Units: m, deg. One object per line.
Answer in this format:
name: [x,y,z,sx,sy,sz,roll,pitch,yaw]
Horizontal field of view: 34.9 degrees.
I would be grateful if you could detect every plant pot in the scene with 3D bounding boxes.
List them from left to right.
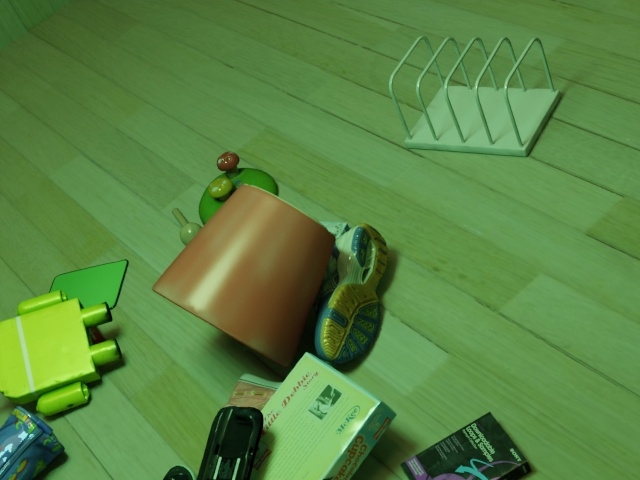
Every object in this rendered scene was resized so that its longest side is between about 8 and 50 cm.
plant pot: [-0.114,0.052,1.769,0.275,0.275,0.243,22,79,43]

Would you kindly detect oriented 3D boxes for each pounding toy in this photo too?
pounding toy: [-0.219,-0.105,2.190,0.237,0.110,0.183,-28,38,-3]

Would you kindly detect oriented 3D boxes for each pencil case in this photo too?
pencil case: [-0.579,0.434,1.767,0.306,0.119,0.133,-52,16,-29]

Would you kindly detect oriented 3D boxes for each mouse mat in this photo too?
mouse mat: [-0.510,0.110,2.192,0.190,0.007,0.152,-12,41,16]

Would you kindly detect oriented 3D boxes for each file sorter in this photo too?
file sorter: [0.310,-0.304,2.070,0.278,0.173,0.192,9,50,35]

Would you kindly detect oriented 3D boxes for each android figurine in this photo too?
android figurine: [-0.528,0.216,1.965,0.273,0.056,0.248,-20,63,-5]

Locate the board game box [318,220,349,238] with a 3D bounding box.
board game box: [0.000,0.000,2.019,0.090,0.020,0.090,4,47,32]

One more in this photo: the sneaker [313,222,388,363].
sneaker: [0.034,0.108,1.834,0.131,0.112,0.296,-23,34,39]

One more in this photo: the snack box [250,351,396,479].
snack box: [-0.049,0.345,1.567,0.187,0.060,0.322,28,77,46]

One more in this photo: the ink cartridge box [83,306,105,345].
ink cartridge box: [-0.518,0.198,2.055,0.135,0.056,0.099,-35,40,-12]

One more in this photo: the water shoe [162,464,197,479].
water shoe: [-0.254,0.433,1.619,0.073,0.080,0.203,-7,42,22]

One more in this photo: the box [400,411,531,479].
box: [0.214,0.336,1.510,0.162,0.029,0.116,-29,38,-6]

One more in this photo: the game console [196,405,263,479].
game console: [-0.150,0.420,1.506,0.213,0.044,0.361,-3,64,37]

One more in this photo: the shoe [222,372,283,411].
shoe: [-0.086,0.283,1.717,0.178,0.063,0.081,9,54,40]
